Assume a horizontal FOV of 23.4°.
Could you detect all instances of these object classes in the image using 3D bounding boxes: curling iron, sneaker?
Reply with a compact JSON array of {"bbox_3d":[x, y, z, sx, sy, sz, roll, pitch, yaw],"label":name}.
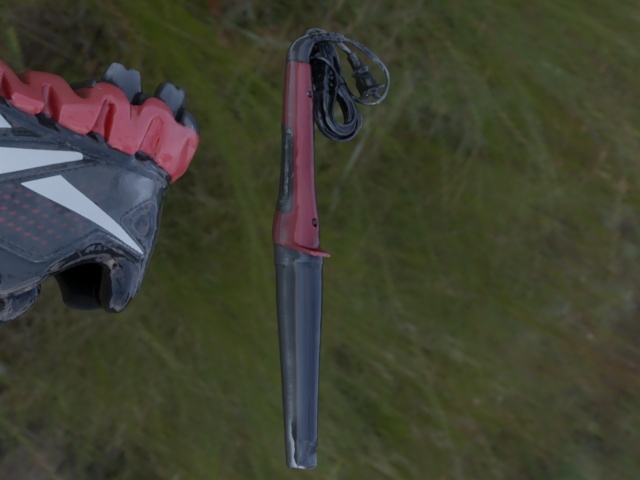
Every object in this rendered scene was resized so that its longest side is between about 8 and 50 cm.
[{"bbox_3d":[0.000,0.000,0.931,0.035,0.068,0.274,150,-53,-67],"label":"curling iron"},{"bbox_3d":[-0.179,-0.031,0.691,0.276,0.098,0.135,15,78,-39],"label":"sneaker"}]
